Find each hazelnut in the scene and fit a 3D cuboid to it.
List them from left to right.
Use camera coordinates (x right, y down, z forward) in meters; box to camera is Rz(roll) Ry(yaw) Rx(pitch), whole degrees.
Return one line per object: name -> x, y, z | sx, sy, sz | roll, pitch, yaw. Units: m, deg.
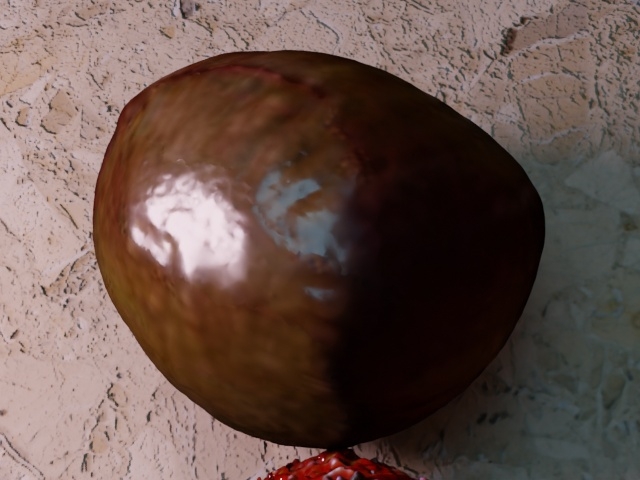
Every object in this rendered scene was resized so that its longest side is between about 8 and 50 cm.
hazelnut -> 0.000, 0.000, 1.176 | 0.421, 0.421, 0.352 | -1, 95, 10

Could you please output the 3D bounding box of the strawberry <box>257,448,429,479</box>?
strawberry -> -0.004, 0.256, 1.094 | 0.234, 0.233, 0.178 | -31, 36, -11
